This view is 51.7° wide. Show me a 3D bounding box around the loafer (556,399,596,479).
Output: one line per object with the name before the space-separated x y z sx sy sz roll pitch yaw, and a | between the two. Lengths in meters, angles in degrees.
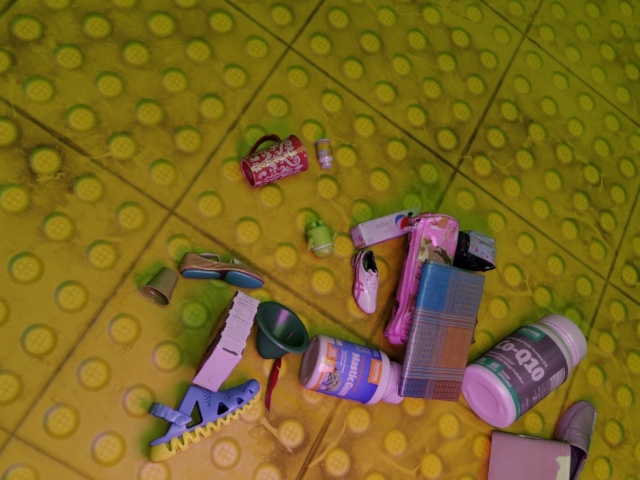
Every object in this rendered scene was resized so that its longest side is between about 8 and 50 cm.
loafer | 0.766 0.625 1.992 0.112 0.111 0.319 37 66 -8

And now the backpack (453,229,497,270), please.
backpack | 0.460 0.033 2.025 0.182 0.152 0.115 18 78 -29

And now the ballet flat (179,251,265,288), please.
ballet flat | -0.259 0.073 1.769 0.232 0.080 0.073 11 56 -20

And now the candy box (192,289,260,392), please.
candy box | -0.233 0.248 1.640 0.070 0.165 0.196 27 38 -11

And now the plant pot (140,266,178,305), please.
plant pot | -0.406 0.113 1.702 0.083 0.083 0.079 34 54 -9

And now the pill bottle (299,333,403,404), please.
pill bottle | 0.095 0.356 1.783 0.272 0.152 0.152 18 70 -15

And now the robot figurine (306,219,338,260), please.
robot figurine | 0.000 0.000 1.893 0.101 0.067 0.115 -13 81 -36

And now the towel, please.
towel | 0.332 0.251 1.811 0.271 0.040 0.370 17 84 -42

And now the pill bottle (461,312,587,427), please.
pill bottle | 0.603 0.372 1.950 0.361 0.204 0.204 -29 87 -26

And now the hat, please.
hat | -0.149 0.295 1.777 0.173 0.183 0.208 33 24 -17

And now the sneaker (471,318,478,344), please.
sneaker | 0.443 0.226 2.015 0.071 0.066 0.188 16 75 -34

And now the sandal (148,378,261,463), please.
sandal | -0.293 0.416 1.635 0.317 0.126 0.138 -24 81 -27

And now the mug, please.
mug | -0.142 -0.226 1.897 0.169 0.150 0.113 -26 122 -21

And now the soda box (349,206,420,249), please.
soda box | 0.201 -0.036 1.978 0.216 0.074 0.069 -16 82 -25

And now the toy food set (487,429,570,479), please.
toy food set | 0.586 0.711 1.888 0.220 0.092 0.306 7 69 13

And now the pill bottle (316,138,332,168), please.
pill bottle | 0.013 -0.260 1.984 0.043 0.043 0.083 -3 77 -22

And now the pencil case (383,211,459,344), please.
pencil case | 0.289 0.113 1.885 0.167 0.160 0.386 11 85 -7

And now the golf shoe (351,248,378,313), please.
golf shoe | 0.133 0.118 1.902 0.067 0.086 0.186 -3 78 -23
